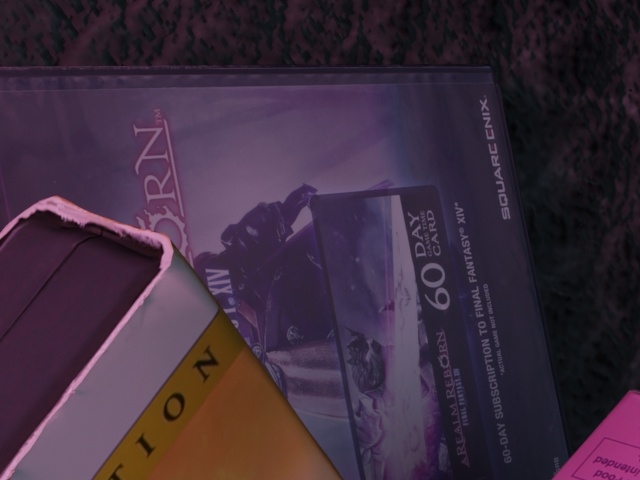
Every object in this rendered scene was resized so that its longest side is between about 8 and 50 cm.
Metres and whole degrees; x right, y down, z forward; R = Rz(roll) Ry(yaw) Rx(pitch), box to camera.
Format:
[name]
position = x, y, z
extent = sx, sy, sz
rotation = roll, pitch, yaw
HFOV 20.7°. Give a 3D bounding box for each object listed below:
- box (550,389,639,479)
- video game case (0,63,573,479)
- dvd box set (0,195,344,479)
[box]
position = 0.088, 0.207, 0.496
extent = 0.243, 0.117, 0.214
rotation = -43, 131, -33
[video game case]
position = -0.010, 0.038, 0.591
extent = 0.274, 0.026, 0.196
rotation = -7, 84, -49
[dvd box set]
position = -0.050, 0.237, 0.487
extent = 0.308, 0.062, 0.420
rotation = -53, 135, -23
